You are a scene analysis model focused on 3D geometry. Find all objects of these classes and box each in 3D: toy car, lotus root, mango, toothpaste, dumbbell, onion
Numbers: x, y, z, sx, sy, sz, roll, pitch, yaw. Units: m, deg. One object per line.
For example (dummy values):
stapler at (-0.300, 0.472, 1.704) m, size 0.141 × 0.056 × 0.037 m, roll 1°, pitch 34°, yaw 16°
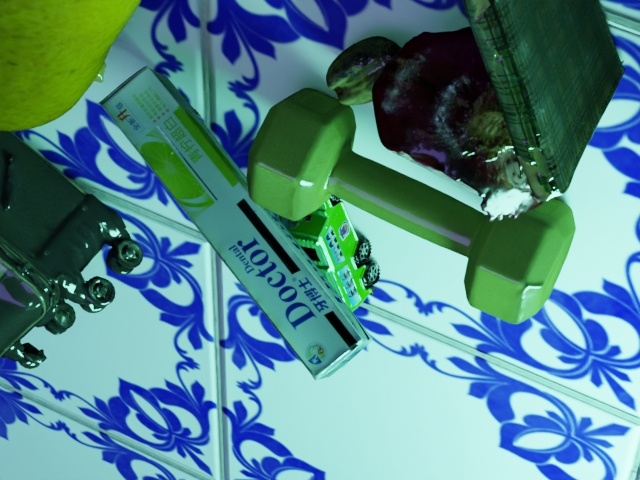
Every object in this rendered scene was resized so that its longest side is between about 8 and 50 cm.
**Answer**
toy car at (0.000, 0.000, 1.745) m, size 0.071 × 0.062 × 0.165 m, roll 8°, pitch 137°, yaw 33°
lotus root at (0.044, -0.150, 1.543) m, size 0.054 × 0.049 × 0.099 m, roll 52°, pitch 143°, yaw -10°
mango at (-0.291, -0.246, 1.557) m, size 0.301 × 0.220 × 0.445 m, roll 2°, pitch 154°, yaw 3°
toothpaste at (-0.079, -0.016, 1.679) m, size 0.336 × 0.067 × 0.081 m, roll 51°, pitch -174°, yaw 7°
dumbbell at (0.079, -0.034, 1.602) m, size 0.302 × 0.121 × 0.108 m, roll 25°, pitch 115°, yaw 12°
onion at (0.124, -0.113, 1.478) m, size 0.173 × 0.135 × 0.198 m, roll 32°, pitch -174°, yaw -20°

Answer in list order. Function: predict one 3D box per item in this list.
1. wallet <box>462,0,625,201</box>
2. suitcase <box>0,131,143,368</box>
wallet at (0.148, -0.195, 1.303) m, size 0.044 × 0.169 × 0.317 m, roll 0°, pitch 134°, yaw 31°
suitcase at (-0.437, -0.038, 1.945) m, size 0.434 × 0.194 × 0.283 m, roll 42°, pitch 144°, yaw -8°
